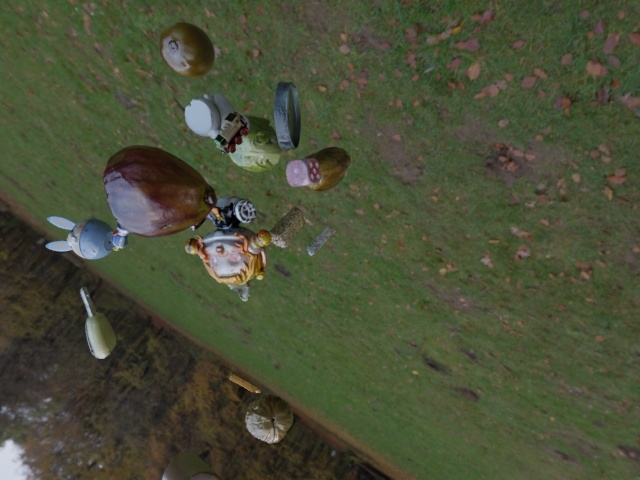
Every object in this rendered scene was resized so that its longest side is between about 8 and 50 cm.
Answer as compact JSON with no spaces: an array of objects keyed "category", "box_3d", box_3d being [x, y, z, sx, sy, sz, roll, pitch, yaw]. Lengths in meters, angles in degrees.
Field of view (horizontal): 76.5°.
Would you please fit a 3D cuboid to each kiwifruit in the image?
[{"category":"kiwifruit","box_3d":[-0.504,-0.718,1.534,0.196,0.196,0.234,37,-164,-2]}]

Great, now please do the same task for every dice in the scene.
[{"category":"dice","box_3d":[-0.058,-0.234,1.397,0.093,0.091,0.094,0,97,32]}]

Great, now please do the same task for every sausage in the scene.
[{"category":"sausage","box_3d":[-0.323,0.615,1.013,0.123,0.123,0.253,41,151,-13]}]

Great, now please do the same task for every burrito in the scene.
[{"category":"burrito","box_3d":[0.000,0.000,1.941,0.051,0.171,0.042,44,177,4]}]

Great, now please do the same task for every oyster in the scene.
[{"category":"oyster","box_3d":[-0.430,0.128,1.994,0.341,0.110,0.166,48,136,18]}]

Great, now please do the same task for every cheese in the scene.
[{"category":"cheese","box_3d":[-0.791,0.282,1.425,0.127,0.054,0.251,-126,23,-73]}]

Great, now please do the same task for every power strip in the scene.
[{"category":"power strip","box_3d":[-0.347,0.653,1.862,0.178,0.028,0.049,37,168,-17]}]

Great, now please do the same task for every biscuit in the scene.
[{"category":"biscuit","box_3d":[-0.121,-0.049,1.513,0.070,0.168,0.082,18,144,27]}]

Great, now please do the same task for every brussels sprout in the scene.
[{"category":"brussels sprout","box_3d":[-0.338,-0.495,2.046,0.328,0.328,0.247,38,142,-5]}]

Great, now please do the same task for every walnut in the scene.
[{"category":"walnut","box_3d":[-0.171,0.588,1.348,0.155,0.155,0.184,36,160,-2]}]

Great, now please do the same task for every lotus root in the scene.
[{"category":"lotus root","box_3d":[0.006,-0.316,1.777,0.193,0.291,0.193,17,125,27]}]

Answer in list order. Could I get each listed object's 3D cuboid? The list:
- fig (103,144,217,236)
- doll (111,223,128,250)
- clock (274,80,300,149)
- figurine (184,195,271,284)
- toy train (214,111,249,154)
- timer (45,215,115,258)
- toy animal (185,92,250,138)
[{"category":"fig","box_3d":[-0.404,-0.115,1.015,0.263,0.223,0.224,24,168,-37]},{"category":"doll","box_3d":[-0.680,-0.023,1.394,0.058,0.098,0.143,10,136,-37]},{"category":"clock","box_3d":[-0.109,-0.419,1.374,0.049,0.225,0.226,2,149,8]},{"category":"figurine","box_3d":[-0.302,0.015,1.397,0.320,0.196,0.323,-4,109,17]},{"category":"toy train","box_3d":[-0.298,-0.354,1.349,0.050,0.138,0.087,26,167,35]},{"category":"timer","box_3d":[-0.920,-0.012,1.544,0.256,0.175,0.175,7,165,-19]},{"category":"toy animal","box_3d":[-0.368,-0.430,1.441,0.127,0.193,0.178,-41,79,29]}]
